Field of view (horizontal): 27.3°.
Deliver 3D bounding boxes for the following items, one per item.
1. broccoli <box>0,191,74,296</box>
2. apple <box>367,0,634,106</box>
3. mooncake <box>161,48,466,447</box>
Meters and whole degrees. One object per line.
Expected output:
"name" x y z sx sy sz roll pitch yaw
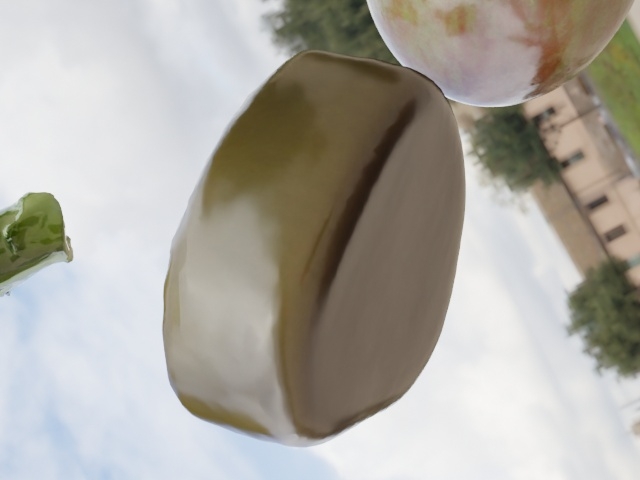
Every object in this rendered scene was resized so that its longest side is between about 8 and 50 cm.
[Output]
"broccoli" -0.463 0.115 1.440 0.397 0.353 0.275 -11 -130 -47
"apple" 0.164 -0.245 1.149 0.257 0.257 0.234 -101 0 -50
"mooncake" 0.000 0.000 0.787 0.235 0.117 0.234 -36 -47 -50
